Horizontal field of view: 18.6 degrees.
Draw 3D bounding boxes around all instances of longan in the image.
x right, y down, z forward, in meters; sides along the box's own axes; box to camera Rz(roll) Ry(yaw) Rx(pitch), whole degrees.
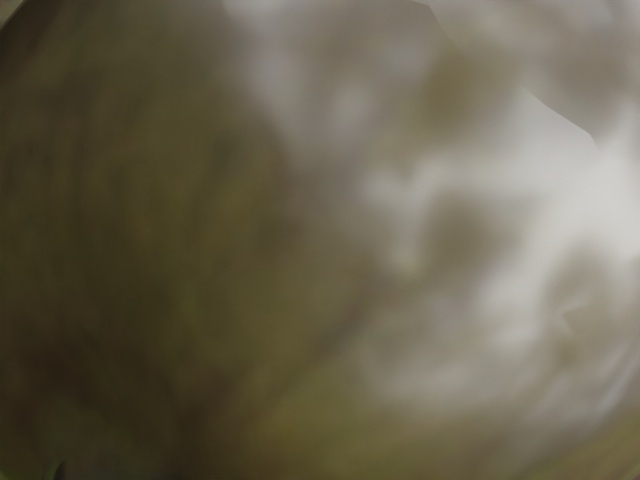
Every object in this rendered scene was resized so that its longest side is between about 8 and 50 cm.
[{"bbox_3d":[0.000,0.000,0.638,0.243,0.300,0.300,42,30,-14],"label":"longan"}]
